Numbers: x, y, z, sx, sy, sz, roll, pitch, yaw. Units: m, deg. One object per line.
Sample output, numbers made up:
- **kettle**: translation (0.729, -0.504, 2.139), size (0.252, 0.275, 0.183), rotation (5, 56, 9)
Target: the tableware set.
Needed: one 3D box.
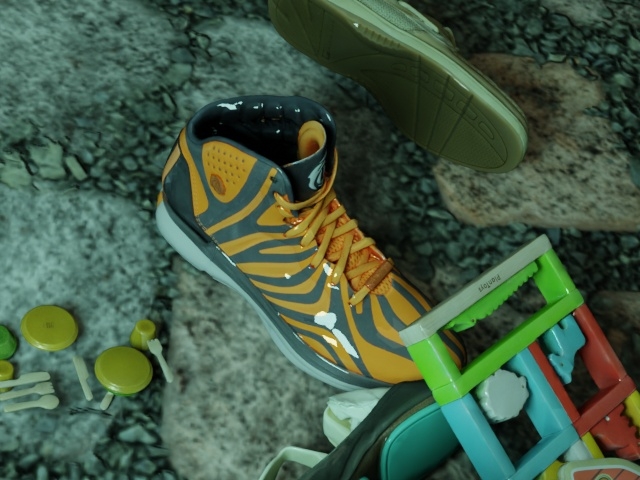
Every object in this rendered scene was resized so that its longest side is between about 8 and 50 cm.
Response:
- **tableware set**: translation (-0.205, 0.096, 1.434), size (0.154, 0.024, 0.104), rotation (-10, 54, -24)

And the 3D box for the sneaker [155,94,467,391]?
- **sneaker**: translation (0.000, 0.000, 1.472), size (0.321, 0.180, 0.124), rotation (33, 50, 9)

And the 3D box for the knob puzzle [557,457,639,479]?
- **knob puzzle**: translation (0.256, 0.258, 1.407), size (0.213, 0.030, 0.213), rotation (17, 60, -32)

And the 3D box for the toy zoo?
- **toy zoo**: translation (0.202, 0.159, 1.450), size (0.192, 0.030, 0.293), rotation (-32, 92, -43)

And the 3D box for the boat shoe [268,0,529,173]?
- **boat shoe**: translation (0.091, -0.181, 1.698), size (0.302, 0.109, 0.098), rotation (35, 51, 17)

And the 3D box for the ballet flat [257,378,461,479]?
- **ballet flat**: translation (0.023, 0.177, 1.404), size (0.096, 0.095, 0.280), rotation (31, 48, 26)
